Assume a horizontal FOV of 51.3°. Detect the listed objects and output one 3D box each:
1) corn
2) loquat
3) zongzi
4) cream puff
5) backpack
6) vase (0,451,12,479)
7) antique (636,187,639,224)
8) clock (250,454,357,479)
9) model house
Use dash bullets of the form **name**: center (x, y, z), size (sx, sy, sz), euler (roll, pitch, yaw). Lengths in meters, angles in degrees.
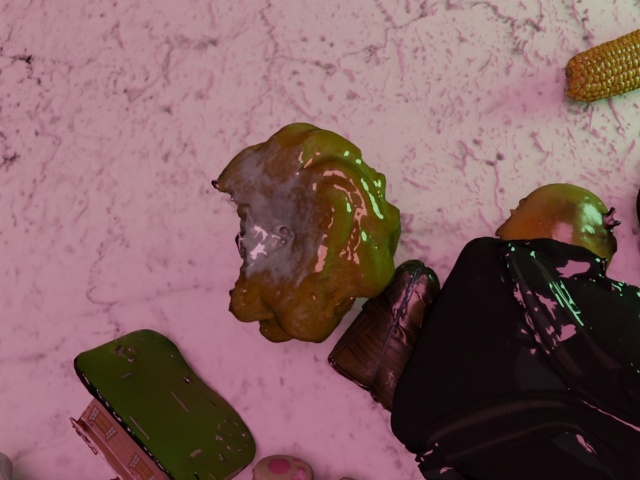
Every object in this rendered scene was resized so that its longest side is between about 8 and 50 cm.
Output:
- **corn**: center (0.537, -0.303, 1.085), size (0.293, 0.106, 0.106), euler (-20, 75, 9)
- **loquat**: center (0.354, -0.002, 1.027), size (0.205, 0.149, 0.172), euler (-6, 77, 27)
- **zongzi**: center (0.160, 0.175, 1.030), size (0.242, 0.112, 0.221), euler (39, 107, 12)
- **cream puff**: center (0.004, -0.008, 1.027), size (0.275, 0.270, 0.323), euler (-7, 84, 28)
- **backpack**: center (0.322, 0.190, 0.822), size (0.446, 0.255, 0.363), euler (17, 81, 30)
- **vase**: center (-0.409, 0.498, 1.029), size (0.446, 0.250, 0.249), euler (21, 83, 19)
- **antique**: center (0.597, -0.054, 0.999), size (0.224, 0.129, 0.277), euler (16, 82, 13)
- **clock**: center (0.013, 0.454, 0.937), size (0.310, 0.284, 0.114), euler (12, 113, 10)
- **model house**: center (-0.273, 0.310, 1.076), size (0.294, 0.207, 0.154), euler (45, 112, 11)
